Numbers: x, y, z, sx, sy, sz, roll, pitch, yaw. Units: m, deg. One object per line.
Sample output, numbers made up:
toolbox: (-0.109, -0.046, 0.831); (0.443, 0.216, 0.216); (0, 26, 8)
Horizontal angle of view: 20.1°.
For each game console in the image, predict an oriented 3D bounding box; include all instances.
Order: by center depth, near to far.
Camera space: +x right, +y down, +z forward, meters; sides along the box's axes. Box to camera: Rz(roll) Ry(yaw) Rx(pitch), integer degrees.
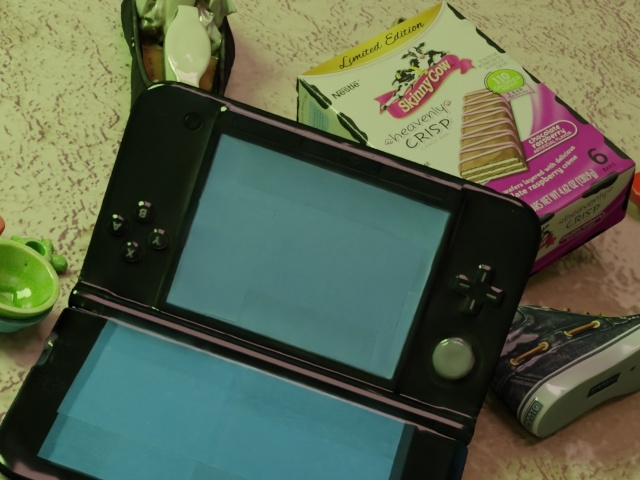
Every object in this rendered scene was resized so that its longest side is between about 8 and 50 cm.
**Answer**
game console: (-0.027, 0.060, 1.166); (0.293, 0.250, 0.173); (19, 11, 2)

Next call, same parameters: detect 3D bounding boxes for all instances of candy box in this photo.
candy box: (0.111, -0.074, 1.427); (0.159, 0.071, 0.233); (-30, 56, -24)

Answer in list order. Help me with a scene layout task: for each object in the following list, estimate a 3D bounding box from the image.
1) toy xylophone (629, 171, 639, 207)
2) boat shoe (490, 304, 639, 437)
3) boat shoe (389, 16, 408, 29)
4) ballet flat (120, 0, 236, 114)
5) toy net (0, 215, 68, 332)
toy xylophone: (0.407, -0.071, 1.564); (0.236, 0.081, 0.322); (24, 38, 8)
boat shoe: (0.191, 0.073, 1.311); (0.183, 0.065, 0.083); (-21, 53, -38)
boat shoe: (0.098, -0.131, 1.545); (0.056, 0.048, 0.153); (-7, 43, -28)
ballet flat: (-0.108, -0.162, 1.464); (0.095, 0.096, 0.280); (6, 38, -14)
toy net: (-0.283, -0.015, 1.220); (0.232, 0.045, 0.122); (26, 39, -9)
